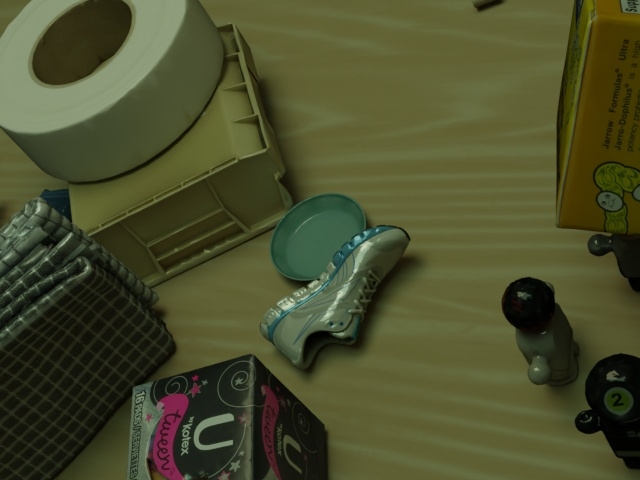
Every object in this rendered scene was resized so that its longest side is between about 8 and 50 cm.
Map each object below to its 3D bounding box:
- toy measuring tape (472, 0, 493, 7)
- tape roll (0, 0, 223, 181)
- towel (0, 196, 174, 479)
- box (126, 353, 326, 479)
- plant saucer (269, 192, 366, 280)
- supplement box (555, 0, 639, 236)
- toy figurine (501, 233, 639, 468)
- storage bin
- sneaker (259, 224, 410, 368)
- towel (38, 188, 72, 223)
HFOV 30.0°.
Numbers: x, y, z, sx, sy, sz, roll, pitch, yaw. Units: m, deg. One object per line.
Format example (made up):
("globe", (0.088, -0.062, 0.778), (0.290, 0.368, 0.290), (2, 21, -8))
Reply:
("toy measuring tape", (0.172, -0.443, 1.533), (0.121, 0.121, 0.330), (-19, 49, 15))
("tape roll", (-0.264, -0.212, 1.442), (0.286, 0.100, 0.286), (-15, 51, 19))
("towel", (-0.311, 0.129, 1.287), (0.283, 0.235, 0.121), (-44, 50, -5))
("box", (-0.084, 0.258, 1.109), (0.142, 0.163, 0.247), (-18, 50, 18))
("plant saucer", (0.000, 0.000, 1.355), (0.119, 0.021, 0.119), (-14, 51, 18))
("supplement box", (0.387, -0.117, 1.001), (0.356, 0.195, 0.194), (7, 33, 7))
("toy figurine", (0.282, 0.070, 1.060), (0.213, 0.148, 0.209), (-39, 47, -2))
("storage bin", (-0.179, -0.107, 1.467), (0.260, 0.123, 0.262), (-25, 47, 10))
("sneaker", (0.030, 0.065, 1.267), (0.190, 0.071, 0.083), (-43, 53, 5))
("towel", (-0.356, -0.013, 1.556), (0.067, 0.029, 0.119), (1, 56, 29))
